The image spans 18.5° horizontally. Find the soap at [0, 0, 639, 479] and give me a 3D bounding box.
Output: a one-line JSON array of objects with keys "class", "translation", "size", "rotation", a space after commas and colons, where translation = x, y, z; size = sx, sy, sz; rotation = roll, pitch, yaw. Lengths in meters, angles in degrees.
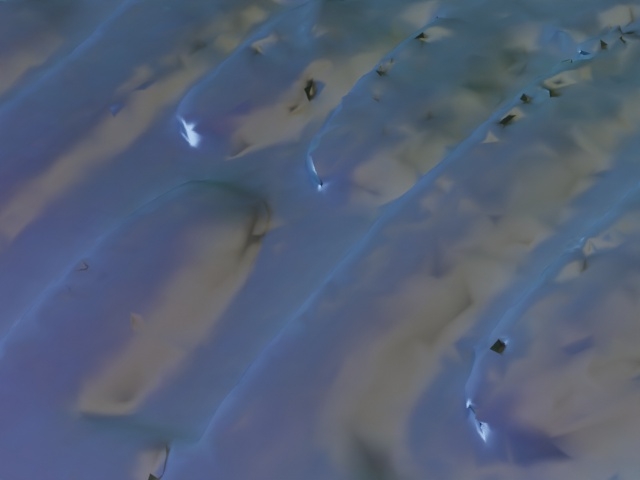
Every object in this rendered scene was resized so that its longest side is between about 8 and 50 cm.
[{"class": "soap", "translation": [-0.001, 0.039, 0.488], "size": [0.446, 0.156, 0.261], "rotation": [22, 54, 34]}]
